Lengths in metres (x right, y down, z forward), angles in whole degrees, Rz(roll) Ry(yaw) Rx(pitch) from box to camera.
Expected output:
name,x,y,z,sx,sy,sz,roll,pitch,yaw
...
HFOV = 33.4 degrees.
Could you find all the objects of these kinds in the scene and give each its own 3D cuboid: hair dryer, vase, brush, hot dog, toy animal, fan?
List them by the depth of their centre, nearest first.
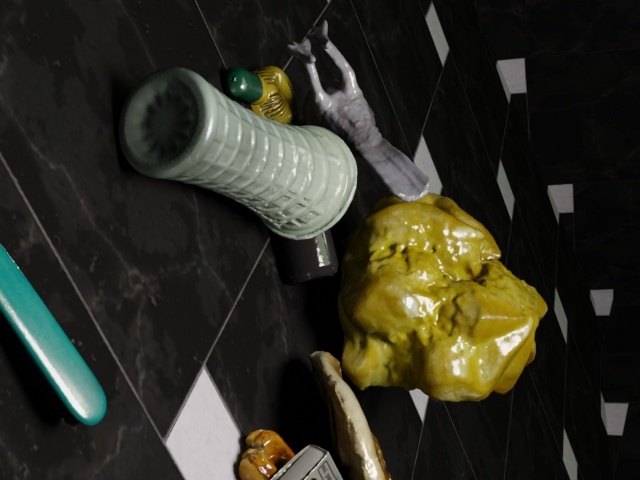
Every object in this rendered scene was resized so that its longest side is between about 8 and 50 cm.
name,x,y,z,sx,sy,sz,roll,pitch,yaw
brush,-0.233,0.068,0.841,0.193,0.032,0.043,57,30,-12
vase,-0.086,-0.092,1.160,0.299,0.143,0.143,17,61,-62
hot dog,-0.037,0.272,1.166,0.071,0.045,0.165,-83,150,-46
toy animal,0.024,-0.171,1.356,0.206,0.081,0.367,67,-12,-18
fan,-0.076,-0.190,1.369,0.155,0.039,0.082,6,71,-67
hair dryer,-0.001,-0.002,1.428,0.248,0.070,0.114,9,68,-76

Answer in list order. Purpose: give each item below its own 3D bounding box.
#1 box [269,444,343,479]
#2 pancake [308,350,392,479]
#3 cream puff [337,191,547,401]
name,x,y,z,sx,sy,sz,roll,pitch,yaw
box,-0.009,0.315,1.136,0.115,0.036,0.177,-42,128,-25
pancake,0.050,0.260,1.259,0.282,0.049,0.282,158,-90,-90
cream puff,0.163,0.066,1.420,0.323,0.270,0.274,-15,100,-81
